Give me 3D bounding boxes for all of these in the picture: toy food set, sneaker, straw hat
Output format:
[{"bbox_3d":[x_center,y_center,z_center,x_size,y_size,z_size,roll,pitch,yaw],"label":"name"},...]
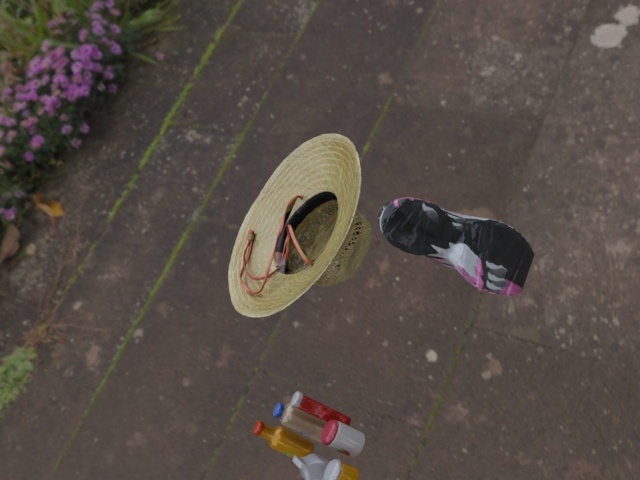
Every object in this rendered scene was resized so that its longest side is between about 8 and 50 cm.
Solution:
[{"bbox_3d":[-0.019,0.302,1.106,0.111,0.104,0.232,-63,15,-8],"label":"toy food set"},{"bbox_3d":[0.137,-0.004,0.751,0.072,0.178,0.077,-62,15,5],"label":"sneaker"},{"bbox_3d":[0.000,0.000,0.520,0.144,0.061,0.145,-35,41,36],"label":"straw hat"}]
